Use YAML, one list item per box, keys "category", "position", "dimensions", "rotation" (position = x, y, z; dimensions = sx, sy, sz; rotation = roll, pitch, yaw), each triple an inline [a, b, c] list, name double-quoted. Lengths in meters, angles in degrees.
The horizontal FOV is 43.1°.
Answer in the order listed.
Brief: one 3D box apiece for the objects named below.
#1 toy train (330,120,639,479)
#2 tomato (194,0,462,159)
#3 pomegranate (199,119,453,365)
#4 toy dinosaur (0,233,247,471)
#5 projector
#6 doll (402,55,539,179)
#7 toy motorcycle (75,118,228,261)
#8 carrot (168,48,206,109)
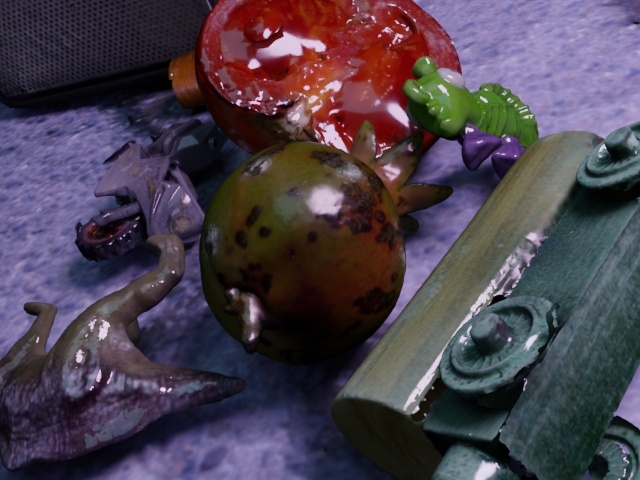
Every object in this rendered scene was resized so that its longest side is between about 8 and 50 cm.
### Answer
- category: "toy train"
  position: [0.140, 0.047, 0.499]
  dimensions: [0.307, 0.126, 0.189]
  rotation: [-49, 13, -29]
- category: "tomato"
  position: [0.005, -0.138, 0.748]
  dimensions: [0.233, 0.139, 0.200]
  rotation: [31, 64, 7]
- category: "pomegranate"
  position: [0.013, -0.001, 0.576]
  dimensions: [0.220, 0.156, 0.156]
  rotation: [-23, 35, -26]
- category: "toy dinosaur"
  position: [-0.193, 0.106, 0.615]
  dimensions: [0.294, 0.077, 0.162]
  rotation: [-26, 40, 20]
- category: "projector"
  position: [-0.254, -0.387, 1.092]
  dimensions: [0.405, 0.242, 0.395]
  rotation: [-8, 43, 21]
- category: "doll"
  position: [0.124, -0.099, 0.640]
  dimensions: [0.050, 0.190, 0.115]
  rotation: [-42, 63, 31]
- category: "toy motorcycle"
  position: [-0.146, -0.060, 0.780]
  dimensions: [0.122, 0.080, 0.215]
  rotation: [-3, 38, 25]
- category: "carrot"
  position: [-0.077, -0.202, 0.910]
  dimensions: [0.193, 0.087, 0.087]
  rotation: [-6, 41, 25]
